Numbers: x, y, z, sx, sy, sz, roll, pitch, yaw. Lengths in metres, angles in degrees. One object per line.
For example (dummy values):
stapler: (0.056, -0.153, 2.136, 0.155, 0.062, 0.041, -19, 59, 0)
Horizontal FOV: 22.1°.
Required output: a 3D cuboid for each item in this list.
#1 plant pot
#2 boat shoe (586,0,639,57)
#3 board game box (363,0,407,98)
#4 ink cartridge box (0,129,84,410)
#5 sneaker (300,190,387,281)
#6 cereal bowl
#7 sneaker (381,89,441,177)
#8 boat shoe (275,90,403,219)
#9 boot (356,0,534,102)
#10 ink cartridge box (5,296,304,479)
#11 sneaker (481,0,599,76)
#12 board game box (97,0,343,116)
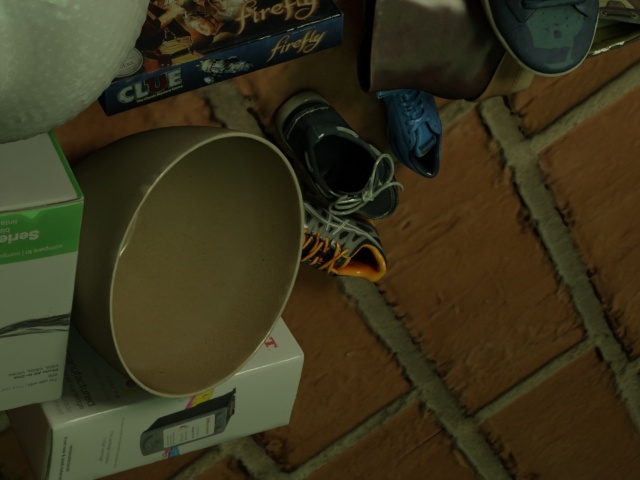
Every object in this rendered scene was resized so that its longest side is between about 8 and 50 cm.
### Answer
plant pot: (-0.179, 0.001, 1.723, 0.284, 0.191, 0.284, -26, 126, -43)
boat shoe: (0.290, -0.242, 1.928, 0.223, 0.073, 0.080, -20, 142, -18)
board game box: (0.147, -0.256, 1.800, 0.211, 0.039, 0.160, -16, 123, -23)
ink cartridge box: (-0.331, 0.004, 1.624, 0.121, 0.211, 0.289, -11, 138, -25)
sneaker: (0.000, 0.000, 1.979, 0.214, 0.083, 0.084, 8, 129, -40)
cereal bowl: (-0.315, -0.199, 1.324, 0.338, 0.141, 0.339, 8, 138, 7)
sneaker: (0.108, -0.154, 1.887, 0.069, 0.082, 0.209, -26, 142, -7)
boat shoe: (0.034, -0.083, 1.912, 0.095, 0.079, 0.254, -35, 144, 2)
boot: (0.151, -0.265, 1.716, 0.206, 0.090, 0.249, 0, 111, -26)
ink cartridge box: (-0.206, 0.127, 1.849, 0.306, 0.226, 0.131, -15, 142, -25)
sneaker: (0.226, -0.324, 1.608, 0.131, 0.148, 0.350, -12, 109, -9)
board game box: (-0.123, -0.218, 1.570, 0.243, 0.165, 0.042, -20, 141, -19)
